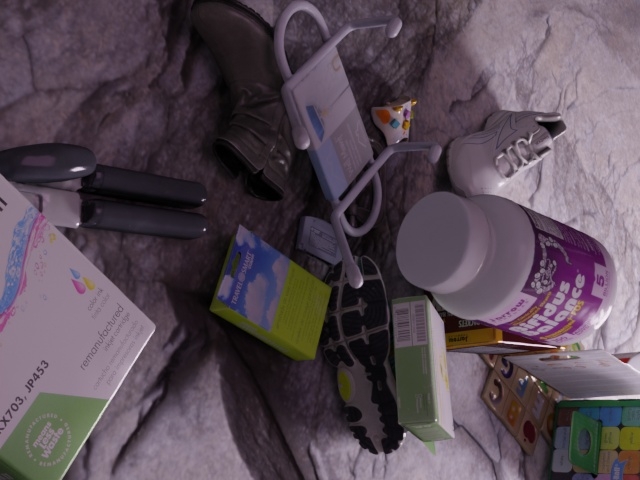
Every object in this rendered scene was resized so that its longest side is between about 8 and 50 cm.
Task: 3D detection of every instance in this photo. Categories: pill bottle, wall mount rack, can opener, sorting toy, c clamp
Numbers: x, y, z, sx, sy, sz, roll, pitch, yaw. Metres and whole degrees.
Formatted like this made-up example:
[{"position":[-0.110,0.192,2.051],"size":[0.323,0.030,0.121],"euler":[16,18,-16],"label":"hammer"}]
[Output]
[{"position":[0.248,0.035,1.266],"size":[0.301,0.169,0.169],"euler":[18,69,-38],"label":"pill bottle"},{"position":[0.034,-0.121,1.204],"size":[0.304,0.130,0.350],"euler":[-53,133,-39],"label":"wall mount rack"},{"position":[-0.222,-0.050,1.012],"size":[0.283,0.095,0.076],"euler":[8,77,-46],"label":"can opener"},{"position":[0.120,-0.178,1.462],"size":[0.083,0.045,0.075],"euler":[-31,124,-46],"label":"sorting toy"},{"position":[0.059,-0.085,1.376],"size":[0.137,0.022,0.160],"euler":[26,62,-45],"label":"c clamp"}]

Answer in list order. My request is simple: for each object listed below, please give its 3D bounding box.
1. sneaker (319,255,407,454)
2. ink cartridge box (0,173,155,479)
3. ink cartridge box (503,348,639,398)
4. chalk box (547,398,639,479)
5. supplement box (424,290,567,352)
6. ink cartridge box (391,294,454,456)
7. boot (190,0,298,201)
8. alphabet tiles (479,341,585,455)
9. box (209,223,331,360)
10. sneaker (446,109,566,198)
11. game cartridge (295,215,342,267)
[{"position":[0.067,0.153,1.302],"size":[0.110,0.107,0.275],"euler":[-25,106,-65],"label":"sneaker"},{"position":[-0.340,0.048,0.845],"size":[0.353,0.119,0.207],"euler":[49,50,-29],"label":"ink cartridge box"},{"position":[0.452,0.206,1.603],"size":[0.232,0.189,0.066],"euler":[35,57,-36],"label":"ink cartridge box"},{"position":[0.516,0.385,1.646],"size":[0.289,0.179,0.180],"euler":[37,57,-41],"label":"chalk box"},{"position":[0.272,0.077,1.488],"size":[0.194,0.129,0.191],"euler":[9,74,-43],"label":"supplement box"},{"position":[0.152,0.194,1.310],"size":[0.235,0.056,0.171],"euler":[49,35,-60],"label":"ink cartridge box"},{"position":[-0.094,-0.173,1.187],"size":[0.246,0.083,0.161],"euler":[48,51,-35],"label":"boot"},{"position":[0.377,0.189,1.674],"size":[0.285,0.011,0.342],"euler":[51,49,-28],"label":"alphabet tiles"},{"position":[-0.066,0.068,1.195],"size":[0.178,0.042,0.109],"euler":[36,56,-37],"label":"box"},{"position":[0.310,-0.152,1.590],"size":[0.297,0.129,0.111],"euler":[-45,116,-41],"label":"sneaker"},{"position":[0.000,0.000,1.303],"size":[0.083,0.017,0.056],"euler":[28,65,-41],"label":"game cartridge"}]
